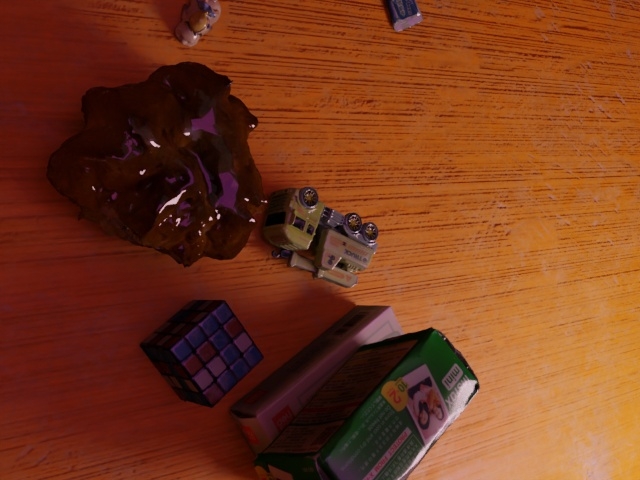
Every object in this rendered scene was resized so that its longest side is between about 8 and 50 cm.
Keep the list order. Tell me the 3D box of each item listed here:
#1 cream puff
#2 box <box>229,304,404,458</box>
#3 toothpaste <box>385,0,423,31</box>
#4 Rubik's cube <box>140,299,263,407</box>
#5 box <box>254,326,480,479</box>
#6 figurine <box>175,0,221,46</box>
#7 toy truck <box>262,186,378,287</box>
[{"bbox_3d":[-0.180,-0.085,0.848,0.269,0.155,0.241,-9,97,-42],"label":"cream puff"},{"bbox_3d":[0.016,0.212,0.999,0.269,0.079,0.135,-35,105,-32],"label":"box"},{"bbox_3d":[0.106,-0.429,1.141,0.057,0.035,0.197,-27,104,-17],"label":"toothpaste"},{"bbox_3d":[-0.144,0.135,0.884,0.092,0.092,0.092,-41,109,-30],"label":"Rubik's cube"},{"bbox_3d":[0.054,0.219,0.870,0.250,0.180,0.103,-42,97,-32],"label":"box"},{"bbox_3d":[-0.153,-0.292,0.939,0.047,0.051,0.083,32,69,-23],"label":"figurine"},{"bbox_3d":[0.000,0.000,1.006,0.169,0.077,0.100,28,69,-31],"label":"toy truck"}]
